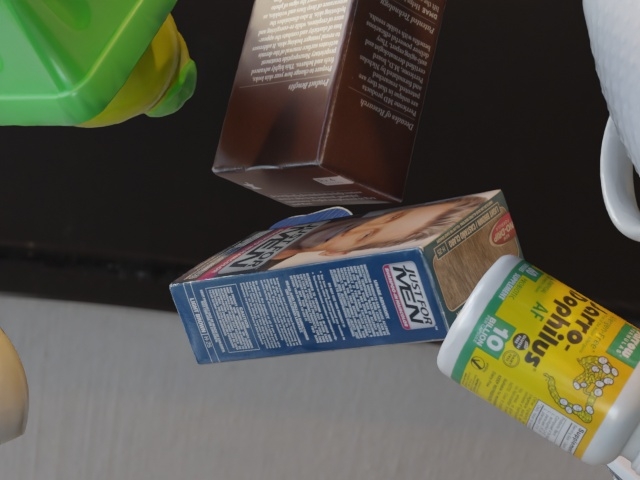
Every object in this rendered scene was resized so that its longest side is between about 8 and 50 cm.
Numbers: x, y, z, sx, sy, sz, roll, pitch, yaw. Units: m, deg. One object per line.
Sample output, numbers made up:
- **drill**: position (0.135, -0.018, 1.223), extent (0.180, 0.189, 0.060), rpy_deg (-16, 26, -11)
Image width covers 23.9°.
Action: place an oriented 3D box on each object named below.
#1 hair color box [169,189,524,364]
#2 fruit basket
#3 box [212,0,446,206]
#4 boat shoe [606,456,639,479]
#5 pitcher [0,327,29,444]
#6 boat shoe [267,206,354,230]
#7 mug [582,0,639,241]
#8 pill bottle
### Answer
- **hair color box**: position (0.026, 0.042, 1.623), extent (0.347, 0.105, 0.174), rpy_deg (-9, 16, 38)
- **fruit basket**: position (-0.288, -0.208, 1.598), extent (0.392, 0.392, 0.283), rpy_deg (20, 59, 15)
- **box**: position (0.025, -0.236, 1.695), extent (0.143, 0.381, 0.191), rpy_deg (24, -15, -38)
- **boat shoe**: position (0.488, 0.351, 2.294), extent (0.108, 0.102, 0.301), rpy_deg (-33, 70, -28)
- **pitcher**: position (-0.387, 0.117, 1.467), extent (0.178, 0.207, 0.125), rpy_deg (-22, -1, 3)
- **boat shoe**: position (0.000, 0.000, 2.036), extent (0.066, 0.066, 0.183), rpy_deg (-40, 19, -26)
- **mug**: position (0.439, -0.148, 1.732), extent (0.276, 0.374, 0.328), rpy_deg (9, 55, -24)
- **pill bottle**: position (0.211, 0.110, 1.241), extent (0.208, 0.117, 0.117), rpy_deg (32, 36, 14)
